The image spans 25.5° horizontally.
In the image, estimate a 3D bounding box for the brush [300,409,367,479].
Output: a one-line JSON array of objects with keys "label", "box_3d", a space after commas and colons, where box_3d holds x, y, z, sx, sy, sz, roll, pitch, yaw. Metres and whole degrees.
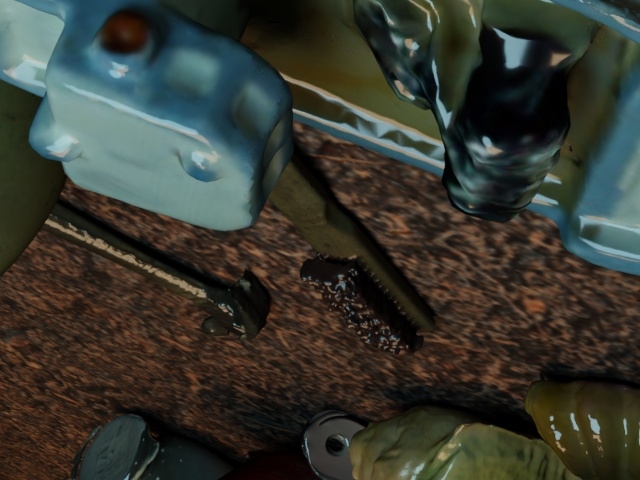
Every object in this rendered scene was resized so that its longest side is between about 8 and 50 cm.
[{"label": "brush", "box_3d": [0.124, 0.217, 1.132, 0.313, 0.072, 0.067, 24, 172, -4]}]

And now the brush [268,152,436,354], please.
[{"label": "brush", "box_3d": [0.000, 0.000, 0.762, 0.043, 0.036, 0.248, 3, 153, 29]}]

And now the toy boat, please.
[{"label": "toy boat", "box_3d": [0.029, -0.053, 0.477, 0.332, 0.133, 0.145, 19, 157, 6]}]

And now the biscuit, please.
[{"label": "biscuit", "box_3d": [0.208, 0.141, 0.875, 0.183, 0.061, 0.118, 36, 152, -33]}]

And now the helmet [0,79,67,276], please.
[{"label": "helmet", "box_3d": [-0.173, -0.067, 0.631, 0.204, 0.137, 0.257, 55, -178, 13]}]

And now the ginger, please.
[{"label": "ginger", "box_3d": [0.110, 0.175, 1.023, 0.193, 0.115, 0.122, 29, 180, -39]}]

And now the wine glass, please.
[{"label": "wine glass", "box_3d": [-0.136, 0.256, 1.390, 0.204, 0.111, 0.111, 39, 153, -30]}]

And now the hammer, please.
[{"label": "hammer", "box_3d": [-0.165, -0.009, 0.905, 0.297, 0.027, 0.125, 28, 158, -17]}]

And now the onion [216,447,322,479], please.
[{"label": "onion", "box_3d": [-0.007, 0.326, 1.178, 0.341, 0.341, 0.341, 18, 158, 7]}]
